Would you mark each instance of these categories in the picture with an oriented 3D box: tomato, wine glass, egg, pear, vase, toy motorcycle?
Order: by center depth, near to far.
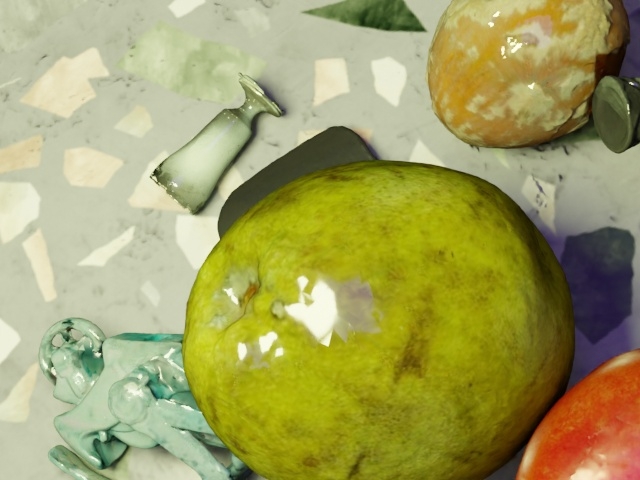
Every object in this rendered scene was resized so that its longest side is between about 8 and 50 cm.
[{"bbox_3d":[0.330,0.261,1.536,0.289,0.293,0.325,33,90,20],"label":"tomato"},{"bbox_3d":[0.061,0.085,1.579,0.352,0.413,0.352,-15,69,43],"label":"pear"},{"bbox_3d":[0.397,-0.146,1.674,0.237,0.115,0.115,-12,73,-17],"label":"vase"},{"bbox_3d":[0.215,-0.194,1.724,0.233,0.195,0.195,-46,72,15],"label":"egg"},{"bbox_3d":[-0.175,0.184,1.734,0.260,0.154,0.206,1,99,18],"label":"toy motorcycle"},{"bbox_3d":[-0.115,-0.107,1.829,0.072,0.072,0.155,40,85,17],"label":"wine glass"}]

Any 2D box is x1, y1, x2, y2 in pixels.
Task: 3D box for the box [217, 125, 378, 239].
[{"bbox_3d":[0.000,0.000,1.792,0.201,0.042,0.212,-33,72,2],"label":"box"}]
